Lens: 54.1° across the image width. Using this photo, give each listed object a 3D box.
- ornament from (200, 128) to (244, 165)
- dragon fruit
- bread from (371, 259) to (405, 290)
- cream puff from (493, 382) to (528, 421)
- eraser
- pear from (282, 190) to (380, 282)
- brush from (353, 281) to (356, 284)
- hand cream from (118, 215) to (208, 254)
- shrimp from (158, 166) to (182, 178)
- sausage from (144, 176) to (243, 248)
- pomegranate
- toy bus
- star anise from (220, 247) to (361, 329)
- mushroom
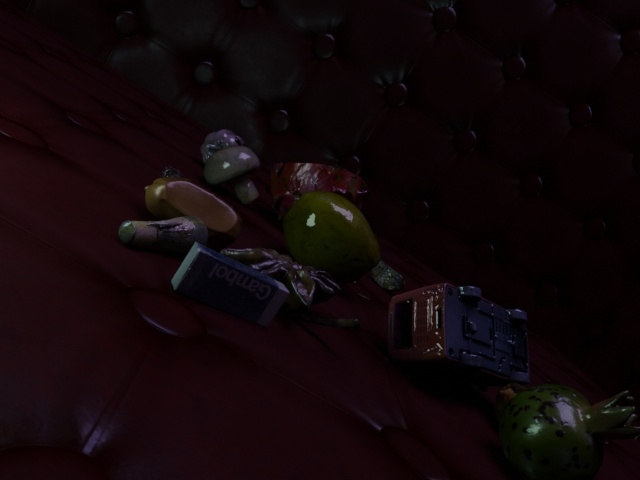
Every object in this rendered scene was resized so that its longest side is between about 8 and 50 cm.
[{"bbox_3d":[-0.382,-0.345,2.452,0.177,0.178,0.177,32,9,-6],"label":"ornament"},{"bbox_3d":[-0.022,-0.137,2.286,0.386,0.249,0.370,15,-14,-35],"label":"dragon fruit"},{"bbox_3d":[0.255,0.139,2.369,0.157,0.083,0.094,39,8,24],"label":"bread"},{"bbox_3d":[0.511,0.436,1.542,0.189,0.130,0.189,26,-1,0],"label":"cream puff"},{"bbox_3d":[-0.168,0.087,1.184,0.212,0.092,0.046,29,9,-34],"label":"eraser"},{"bbox_3d":[0.030,-0.006,1.870,0.307,0.253,0.253,48,8,-4],"label":"pear"},{"bbox_3d":[0.094,0.114,2.174,0.043,0.014,0.170,31,11,-25],"label":"brush"},{"bbox_3d":[-0.320,-0.014,1.260,0.084,0.084,0.203,38,17,27],"label":"hand cream"},{"bbox_3d":[-0.430,-0.181,1.796,0.057,0.065,0.165,64,-7,-20],"label":"shrimp"},{"bbox_3d":[-0.294,-0.066,1.454,0.241,0.120,0.136,32,-24,-21],"label":"sausage"},{"bbox_3d":[0.523,0.395,1.329,0.231,0.285,0.231,53,11,-15],"label":"pomegranate"},{"bbox_3d":[0.371,0.263,1.634,0.233,0.203,0.426,-15,-29,41],"label":"toy bus"},{"bbox_3d":[-0.066,0.102,1.413,0.349,0.109,0.292,23,16,3],"label":"star anise"},{"bbox_3d":[-0.307,-0.237,2.203,0.206,0.209,0.206,-1,34,1],"label":"mushroom"}]
